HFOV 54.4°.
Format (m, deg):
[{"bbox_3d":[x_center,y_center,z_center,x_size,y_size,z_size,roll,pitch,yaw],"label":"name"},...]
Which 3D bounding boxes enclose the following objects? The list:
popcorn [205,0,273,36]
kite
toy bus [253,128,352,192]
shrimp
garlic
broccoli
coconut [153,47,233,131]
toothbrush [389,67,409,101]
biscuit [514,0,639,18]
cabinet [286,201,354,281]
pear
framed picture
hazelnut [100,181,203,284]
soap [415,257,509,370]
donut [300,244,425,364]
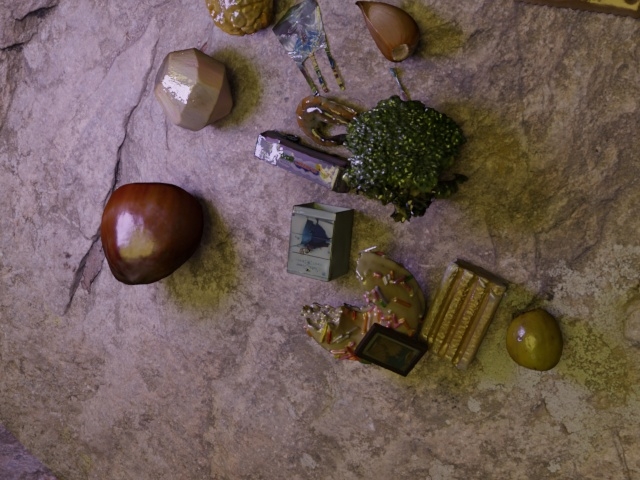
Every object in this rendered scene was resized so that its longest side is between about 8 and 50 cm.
[{"bbox_3d":[-0.248,-0.744,1.880,0.250,0.190,0.251,5,107,16],"label":"popcorn"},{"bbox_3d":[-0.023,-0.573,1.881,0.169,0.015,0.310,-32,82,27],"label":"kite"},{"bbox_3d":[-0.055,-0.241,1.885,0.316,0.138,0.113,24,107,21],"label":"toy bus"},{"bbox_3d":[0.031,-0.342,1.862,0.254,0.059,0.145,26,118,17],"label":"shrimp"},{"bbox_3d":[0.190,-0.574,1.719,0.207,0.128,0.115,51,160,15],"label":"garlic"},{"bbox_3d":[0.227,-0.219,1.668,0.323,0.272,0.335,5,70,26],"label":"broccoli"},{"bbox_3d":[-0.396,-0.477,1.985,0.259,0.259,0.260,5,101,27],"label":"coconut"},{"bbox_3d":[0.241,-0.404,1.770,0.013,0.019,0.193,-26,88,28],"label":"toothbrush"},{"bbox_3d":[0.643,-0.665,1.501,0.324,0.044,0.217,20,106,24],"label":"biscuit"},{"bbox_3d":[0.000,0.000,1.890,0.144,0.150,0.206,11,103,26],"label":"cabinet"},{"bbox_3d":[0.561,0.260,1.640,0.148,0.148,0.162,-5,90,28],"label":"pear"},{"bbox_3d":[0.197,0.309,1.753,0.168,0.023,0.128,24,125,-8],"label":"framed picture"},{"bbox_3d":[-0.573,-0.026,2.089,0.365,0.365,0.366,5,101,27],"label":"hazelnut"},{"bbox_3d":[0.397,0.208,1.750,0.173,0.089,0.274,27,110,19],"label":"soap"},{"bbox_3d":[0.138,0.218,1.807,0.307,0.150,0.371,36,122,-15],"label":"donut"}]
